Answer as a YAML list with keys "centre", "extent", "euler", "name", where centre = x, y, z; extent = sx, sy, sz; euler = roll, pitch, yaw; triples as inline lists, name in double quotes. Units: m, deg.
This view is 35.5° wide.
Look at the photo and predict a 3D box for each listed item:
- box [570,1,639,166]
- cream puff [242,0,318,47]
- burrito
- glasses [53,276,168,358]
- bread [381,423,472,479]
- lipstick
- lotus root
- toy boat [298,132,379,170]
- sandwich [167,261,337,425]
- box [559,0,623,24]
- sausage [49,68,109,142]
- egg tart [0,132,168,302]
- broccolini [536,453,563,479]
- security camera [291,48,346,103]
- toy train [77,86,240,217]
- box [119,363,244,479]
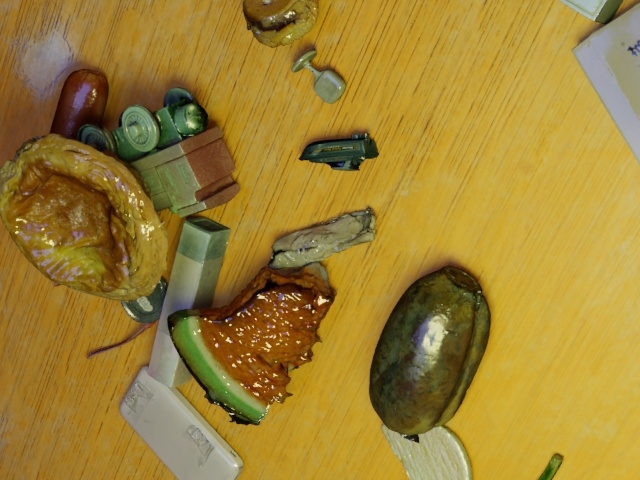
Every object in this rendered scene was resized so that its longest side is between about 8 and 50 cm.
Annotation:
- centre: [0.539, -0.273, 1.327]
  extent: [0.365, 0.051, 0.204]
  euler: [-34, 80, 30]
  name: "box"
- centre: [-0.061, -0.379, 1.648]
  extent: [0.133, 0.104, 0.119]
  euler: [6, 68, 23]
  name: "cream puff"
- centre: [0.001, 0.002, 1.694]
  extent: [0.229, 0.058, 0.063]
  euler: [-20, 91, 34]
  name: "burrito"
- centre: [-0.410, 0.092, 1.969]
  extent: [0.268, 0.118, 0.234]
  euler: [-39, 78, 50]
  name: "glasses"
- centre: [0.192, 0.360, 1.640]
  extent: [0.112, 0.036, 0.193]
  euler: [-39, 73, 24]
  name: "bread"
- centre: [-0.246, 0.116, 1.852]
  extent: [0.068, 0.066, 0.317]
  euler: [24, 109, 25]
  name: "lipstick"
- centre: [0.164, 0.173, 1.561]
  extent: [0.160, 0.152, 0.275]
  euler: [35, 110, 45]
  name: "lotus root"
- centre: [0.023, -0.143, 1.658]
  extent: [0.141, 0.055, 0.060]
  euler: [-2, 89, 31]
  name: "toy boat"
- centre: [-0.102, 0.143, 1.726]
  extent: [0.301, 0.162, 0.250]
  euler: [-38, 112, 13]
  name: "sandwich"
- centre: [0.339, -0.418, 1.409]
  extent: [0.225, 0.086, 0.129]
  euler: [38, 114, 21]
  name: "box"
- centre: [-0.484, -0.198, 1.946]
  extent: [0.089, 0.083, 0.300]
  euler: [35, 116, 16]
  name: "sausage"
- centre: [-0.399, -0.048, 1.753]
  extent: [0.352, 0.150, 0.352]
  euler: [16, 130, 19]
  name: "egg tart"
- centre: [0.311, 0.429, 1.572]
  extent: [0.051, 0.054, 0.239]
  euler: [47, 116, 33]
  name: "broccolini"
- centre: [0.001, -0.270, 1.664]
  extent: [0.092, 0.058, 0.058]
  euler: [48, 118, 3]
  name: "security camera"
- centre: [-0.298, -0.141, 1.804]
  extent: [0.304, 0.150, 0.221]
  euler: [-14, 104, 42]
  name: "toy train"
- centre: [-0.271, 0.377, 1.920]
  extent: [0.285, 0.044, 0.142]
  euler: [43, 118, 19]
  name: "box"
